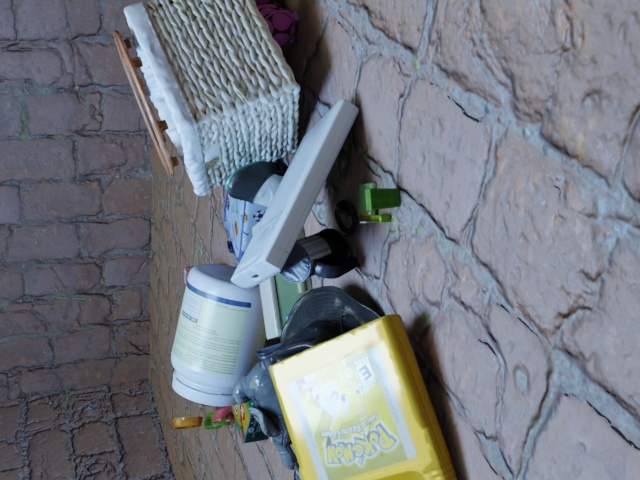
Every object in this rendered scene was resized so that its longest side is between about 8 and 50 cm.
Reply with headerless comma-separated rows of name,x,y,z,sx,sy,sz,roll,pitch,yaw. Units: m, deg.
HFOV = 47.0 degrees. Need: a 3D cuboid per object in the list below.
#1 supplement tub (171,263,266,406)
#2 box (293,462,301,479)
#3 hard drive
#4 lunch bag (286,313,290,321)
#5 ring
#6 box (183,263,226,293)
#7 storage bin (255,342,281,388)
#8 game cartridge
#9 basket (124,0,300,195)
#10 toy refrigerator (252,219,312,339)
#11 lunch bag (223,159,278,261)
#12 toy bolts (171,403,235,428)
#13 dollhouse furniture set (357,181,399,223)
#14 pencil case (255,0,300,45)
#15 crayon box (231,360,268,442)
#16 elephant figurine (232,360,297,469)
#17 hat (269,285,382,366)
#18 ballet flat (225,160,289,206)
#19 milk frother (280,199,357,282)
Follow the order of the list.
supplement tub,-0.259,0.244,1.931,0.235,0.235,0.325,32,110,64
box,-0.016,0.656,1.748,0.190,0.045,0.184,-136,43,-57
hard drive,-0.052,-0.083,1.421,0.353,0.047,0.233,-65,13,-20
lunch bag,-0.007,0.225,1.577,0.151,0.096,0.129,7,100,53
ring,-0.384,-0.304,1.638,0.336,0.032,0.336,158,90,-78
box,-0.351,0.240,2.360,0.154,0.142,0.300,-144,53,-62
storage bin,-0.068,0.280,1.687,0.098,0.135,0.091,166,87,-76
game cartridge,0.065,0.322,1.242,0.285,0.052,0.324,-29,71,33
basket,-0.229,-0.335,1.604,0.331,0.266,0.328,62,168,17
toy refrigerator,-0.084,0.088,1.716,0.094,0.102,0.269,149,115,-66
lunch bag,-0.182,-0.104,1.913,0.243,0.115,0.303,-114,30,-44
toy bolts,-0.362,0.521,2.403,0.228,0.218,0.158,-28,61,47
dollhouse furniture set,0.082,-0.068,1.327,0.151,0.058,0.076,-177,83,-68
pencil case,-0.122,-0.521,1.704,0.095,0.098,0.209,44,-172,-40
crayon box,-0.219,0.398,2.147,0.318,0.081,0.202,-115,29,-41
elephant figurine,-0.097,0.421,1.798,0.169,0.186,0.239,-35,65,16
hat,-0.008,0.247,1.409,0.331,0.134,0.331,6,98,48
ballet flat,-0.106,-0.123,1.600,0.096,0.280,0.095,36,109,9
milk frother,0.000,0.000,1.442,0.129,0.135,0.143,2,103,35
